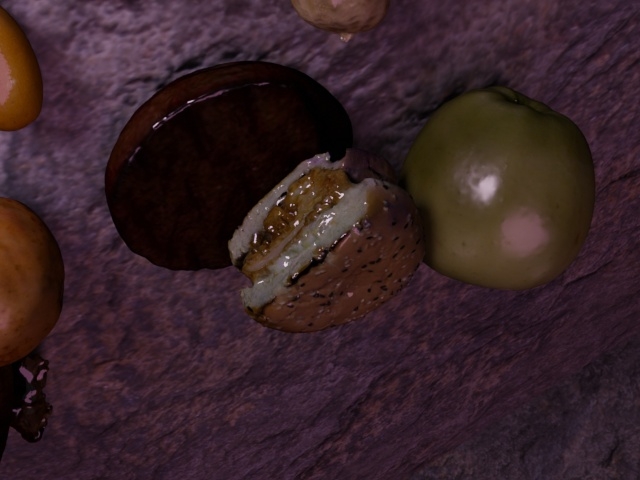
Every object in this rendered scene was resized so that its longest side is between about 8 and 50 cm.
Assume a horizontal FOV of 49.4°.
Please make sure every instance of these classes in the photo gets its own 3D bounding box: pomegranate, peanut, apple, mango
[{"bbox_3d":[-0.472,0.055,0.952,0.248,0.248,0.248,-19,141,-16],"label":"pomegranate"},{"bbox_3d":[0.007,-0.354,0.911,0.129,0.129,0.224,-39,136,9],"label":"peanut"},{"bbox_3d":[0.306,-0.089,1.233,0.357,0.357,0.357,-19,141,-16],"label":"apple"},{"bbox_3d":[-0.394,-0.216,0.829,0.102,0.085,0.184,-18,130,-11],"label":"mango"}]

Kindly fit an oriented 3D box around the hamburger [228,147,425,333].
[{"bbox_3d":[0.026,0.007,1.146,0.277,0.195,0.318,18,125,-47],"label":"hamburger"}]

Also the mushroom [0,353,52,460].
[{"bbox_3d":[-0.622,0.252,1.095,0.334,0.356,0.330,8,114,-10],"label":"mushroom"}]

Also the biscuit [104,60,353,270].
[{"bbox_3d":[-0.142,-0.111,1.113,0.408,0.091,0.407,-21,144,-16],"label":"biscuit"}]
